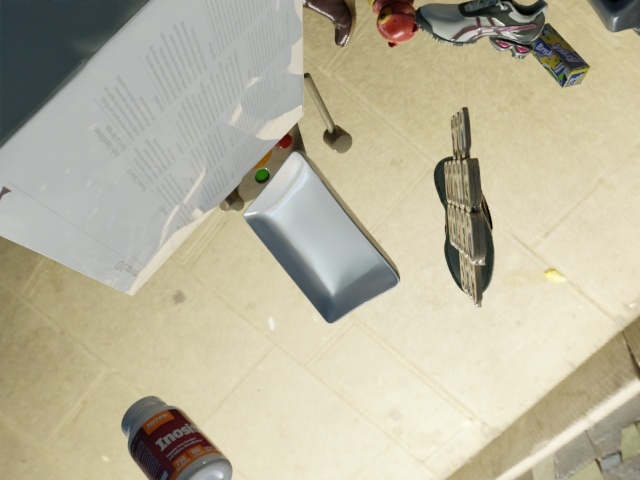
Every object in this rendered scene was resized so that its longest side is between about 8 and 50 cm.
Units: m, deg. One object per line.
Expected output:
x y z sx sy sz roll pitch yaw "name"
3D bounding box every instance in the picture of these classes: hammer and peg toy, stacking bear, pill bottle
-0.119 -0.250 1.539 0.361 0.127 0.265 -27 128 -13 "hammer and peg toy"
0.186 -0.666 1.707 0.175 0.164 0.288 -21 76 39 "stacking bear"
-0.184 0.261 0.794 0.152 0.086 0.086 30 119 39 "pill bottle"

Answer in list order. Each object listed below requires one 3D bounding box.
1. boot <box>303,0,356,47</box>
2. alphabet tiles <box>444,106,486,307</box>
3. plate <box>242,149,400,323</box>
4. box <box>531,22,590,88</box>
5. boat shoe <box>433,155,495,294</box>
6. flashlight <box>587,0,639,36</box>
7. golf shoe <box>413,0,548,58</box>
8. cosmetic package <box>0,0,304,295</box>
-0.006 -0.648 1.751 0.207 0.090 0.248 -5 130 -13 "boot"
0.210 -0.050 0.946 0.021 0.284 0.277 -5 96 6 "alphabet tiles"
0.000 0.000 1.140 0.277 0.045 0.278 52 147 2 "plate"
0.556 -0.438 1.511 0.059 0.168 0.054 -17 150 -19 "box"
0.362 -0.034 1.556 0.127 0.113 0.339 -23 75 31 "boat shoe"
0.189 -0.282 0.455 0.103 0.304 0.103 -3 147 -29 "flashlight"
0.329 -0.465 1.315 0.273 0.105 0.120 5 144 -11 "golf shoe"
-0.139 -0.108 0.534 0.097 0.377 0.284 38 79 7 "cosmetic package"
